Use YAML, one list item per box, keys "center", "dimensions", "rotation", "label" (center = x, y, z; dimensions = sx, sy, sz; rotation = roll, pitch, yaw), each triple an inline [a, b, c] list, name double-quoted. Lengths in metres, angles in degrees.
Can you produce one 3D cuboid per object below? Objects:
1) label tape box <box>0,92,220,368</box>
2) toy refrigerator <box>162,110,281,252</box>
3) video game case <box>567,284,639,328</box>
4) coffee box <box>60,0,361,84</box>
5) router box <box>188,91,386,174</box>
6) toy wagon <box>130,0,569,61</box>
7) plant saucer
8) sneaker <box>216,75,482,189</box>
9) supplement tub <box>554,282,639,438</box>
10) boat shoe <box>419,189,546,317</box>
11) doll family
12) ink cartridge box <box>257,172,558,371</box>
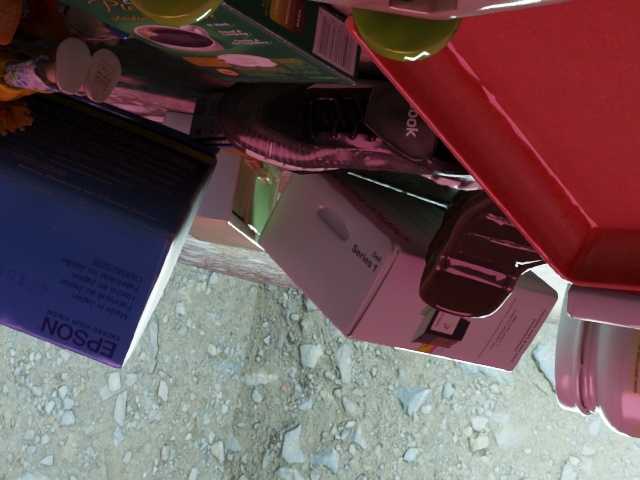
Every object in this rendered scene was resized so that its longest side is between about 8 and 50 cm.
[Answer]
- center: [-0.225, -0.044, 0.946]
  dimensions: [0.249, 0.115, 0.347]
  rotation: [21, -168, -5]
  label: "label tape box"
- center: [-0.104, -0.056, 1.291]
  dimensions: [0.094, 0.102, 0.269]
  rotation: [10, 174, 7]
  label: "toy refrigerator"
- center: [0.322, 0.012, 0.901]
  dimensions: [0.204, 0.025, 0.285]
  rotation: [8, -158, 24]
  label: "video game case"
- center: [-0.065, -0.139, 0.719]
  dimensions: [0.113, 0.040, 0.184]
  rotation: [6, 173, 34]
  label: "coffee box"
- center: [-0.010, -0.094, 1.024]
  dimensions: [0.133, 0.046, 0.179]
  rotation: [15, 173, -37]
  label: "router box"
- center: [0.015, -0.138, 0.459]
  dimensions: [0.344, 0.068, 0.267]
  rotation: [10, 174, 6]
  label: "toy wagon"
- center: [0.178, -0.059, 0.636]
  dimensions: [0.259, 0.047, 0.258]
  rotation: [2, 145, 50]
  label: "plant saucer"
- center: [0.044, -0.088, 0.865]
  dimensions: [0.234, 0.078, 0.106]
  rotation: [8, 172, -13]
  label: "sneaker"
- center: [0.459, 0.129, 1.389]
  dimensions: [0.325, 0.235, 0.235]
  rotation: [8, 174, 25]
  label: "supplement tub"
- center: [0.167, -0.031, 1.058]
  dimensions: [0.111, 0.104, 0.307]
  rotation: [21, 154, -12]
  label: "boat shoe"
- center: [-0.235, -0.129, 0.735]
  dimensions: [0.163, 0.118, 0.263]
  rotation: [6, 173, 39]
  label: "doll family"
- center: [0.098, 0.031, 1.329]
  dimensions: [0.278, 0.117, 0.201]
  rotation: [16, -160, -42]
  label: "ink cartridge box"
